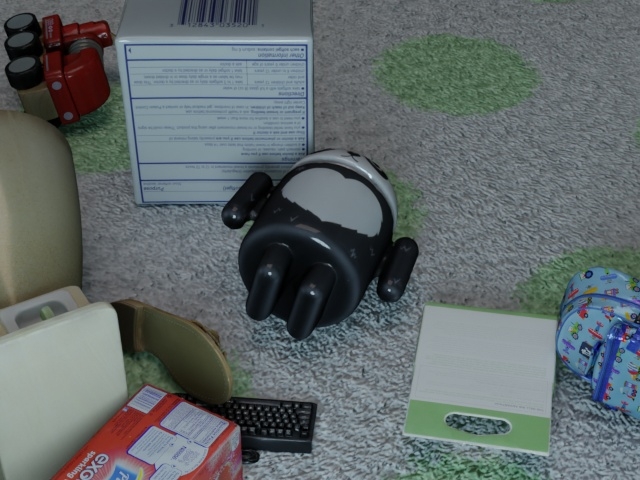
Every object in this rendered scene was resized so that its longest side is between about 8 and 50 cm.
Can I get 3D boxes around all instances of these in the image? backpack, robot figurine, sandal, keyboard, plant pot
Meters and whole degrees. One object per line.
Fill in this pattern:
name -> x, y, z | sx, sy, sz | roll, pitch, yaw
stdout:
backpack -> 0.354, 0.120, 1.439 | 0.173, 0.158, 0.117 | 27, 49, 16
robot figurine -> -0.001, -0.002, 1.585 | 0.173, 0.209, 0.278 | -20, 26, 36
sandal -> -0.163, 0.122, 1.507 | 0.240, 0.088, 0.079 | 22, 23, 39
keyboard -> -0.098, 0.219, 1.432 | 0.180, 0.023, 0.108 | 3, 39, 5
plant pot -> -0.403, 0.023, 1.533 | 0.256, 0.256, 0.274 | -14, 57, -17

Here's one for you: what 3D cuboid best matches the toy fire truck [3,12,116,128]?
toy fire truck -> -0.367, -0.279, 1.981 | 0.246, 0.158, 0.217 | -16, 40, -3

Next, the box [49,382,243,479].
box -> -0.201, 0.286, 1.266 | 0.128, 0.122, 0.257 | 20, 43, 24

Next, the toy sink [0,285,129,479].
toy sink -> -0.309, 0.146, 1.354 | 0.153, 0.234, 0.131 | -21, 43, -23

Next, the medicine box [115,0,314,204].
medicine box -> -0.140, -0.202, 1.746 | 0.263, 0.289, 0.149 | 0, 41, 0

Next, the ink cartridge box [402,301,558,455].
ink cartridge box -> 0.194, 0.174, 1.462 | 0.171, 0.056, 0.235 | 7, 41, 8
